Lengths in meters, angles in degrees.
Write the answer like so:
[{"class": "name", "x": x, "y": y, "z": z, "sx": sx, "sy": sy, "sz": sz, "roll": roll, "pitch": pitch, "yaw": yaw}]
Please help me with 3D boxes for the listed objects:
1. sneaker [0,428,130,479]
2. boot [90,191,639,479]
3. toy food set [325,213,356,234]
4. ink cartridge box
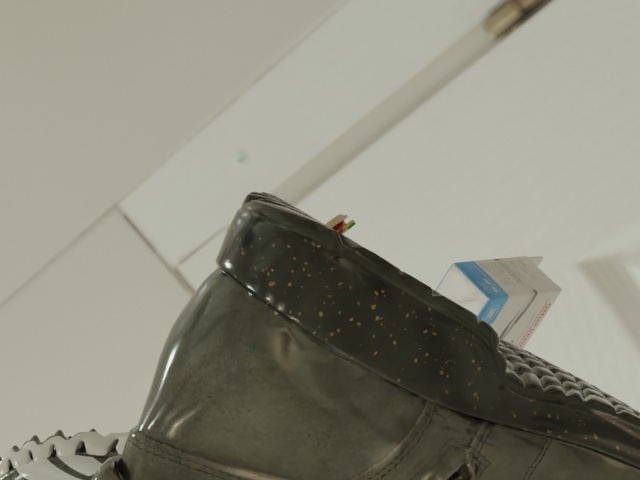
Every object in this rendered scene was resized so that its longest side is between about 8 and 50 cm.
[{"class": "sneaker", "x": -0.122, "y": 0.169, "z": 0.865, "sx": 0.078, "sy": 0.234, "sz": 0.106, "roll": 44, "pitch": -143, "yaw": -53}, {"class": "boot", "x": 0.031, "y": 0.106, "z": 0.442, "sx": 0.246, "sy": 0.161, "sz": 0.083, "roll": 31, "pitch": -179, "yaw": -22}, {"class": "toy food set", "x": 0.000, "y": 0.000, "z": 1.533, "sx": 0.020, "sy": 0.082, "sz": 0.083, "roll": 52, "pitch": -150, "yaw": 2}, {"class": "ink cartridge box", "x": 0.186, "y": 0.076, "z": 1.518, "sx": 0.180, "sy": 0.104, "sz": 0.060, "roll": -4, "pitch": -139, "yaw": -50}]
